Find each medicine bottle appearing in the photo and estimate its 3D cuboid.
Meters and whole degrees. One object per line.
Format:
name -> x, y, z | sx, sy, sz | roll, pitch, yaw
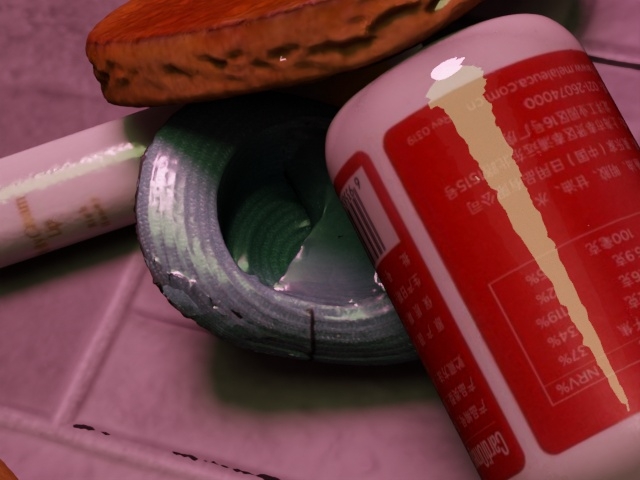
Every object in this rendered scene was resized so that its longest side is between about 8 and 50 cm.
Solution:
medicine bottle -> 0.107, 0.033, 0.788 | 0.131, 0.131, 0.250 | -26, 78, -5

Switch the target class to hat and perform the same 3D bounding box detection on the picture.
hat -> 0.000, 0.000, 0.899 | 0.191, 0.078, 0.138 | 15, 63, 0

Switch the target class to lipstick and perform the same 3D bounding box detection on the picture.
lipstick -> -0.068, -0.050, 0.961 | 0.264, 0.059, 0.059 | -19, 56, 1

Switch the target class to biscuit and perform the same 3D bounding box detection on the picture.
biscuit -> 0.026, -0.137, 0.903 | 0.262, 0.052, 0.277 | -4, 27, 45

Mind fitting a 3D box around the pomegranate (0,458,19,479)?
pomegranate -> -0.245, 0.171, 0.741 | 0.281, 0.281, 0.281 | -6, 57, 9
